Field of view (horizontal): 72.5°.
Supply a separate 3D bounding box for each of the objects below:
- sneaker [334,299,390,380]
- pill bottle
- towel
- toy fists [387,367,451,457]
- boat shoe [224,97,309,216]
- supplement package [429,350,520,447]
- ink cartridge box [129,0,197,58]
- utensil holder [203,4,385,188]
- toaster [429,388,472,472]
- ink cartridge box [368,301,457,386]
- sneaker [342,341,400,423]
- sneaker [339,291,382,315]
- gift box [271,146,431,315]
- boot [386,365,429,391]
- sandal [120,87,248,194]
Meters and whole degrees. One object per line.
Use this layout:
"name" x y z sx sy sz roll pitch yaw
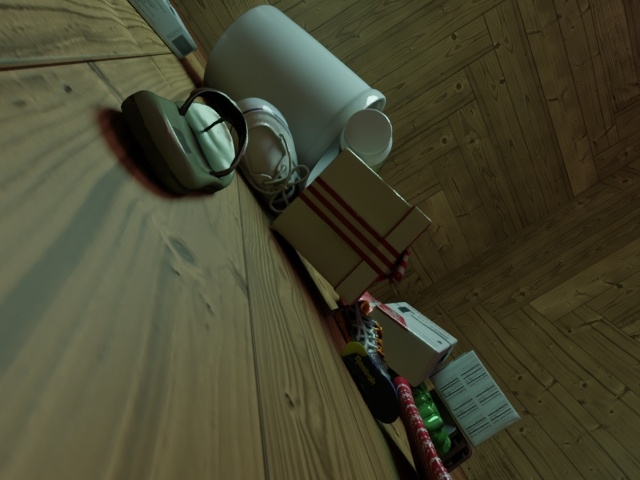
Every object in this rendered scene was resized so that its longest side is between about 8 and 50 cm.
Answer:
"sneaker" 0.101 0.213 0.944 0.084 0.083 0.215 58 3 -49
"pill bottle" 0.102 -0.218 1.014 0.119 0.119 0.208 58 -3 6
"towel" 0.172 0.354 0.659 0.275 0.031 0.199 -109 -177 -77
"toy fists" 0.252 0.428 1.155 0.142 0.096 0.279 55 5 -18
"boat shoe" -0.097 -0.135 0.951 0.367 0.135 0.157 74 -10 -62
"supplement package" 0.429 0.444 1.251 0.203 0.149 0.194 58 2 20
"ink cartridge box" -0.391 -0.558 0.935 0.239 0.060 0.275 60 3 6
"utensil holder" -0.074 -0.378 1.186 0.385 0.328 0.327 42 1 5
"toaster" 0.339 0.545 1.266 0.168 0.110 0.186 58 2 -32
"ink cartridge box" 0.244 0.273 1.202 0.197 0.114 0.272 36 10 25
"sneaker" 0.091 0.242 0.752 0.144 0.053 0.059 61 1 26
"sneaker" 0.124 0.187 1.341 0.136 0.115 0.314 57 2 15
"gift box" 0.063 0.005 0.942 0.258 0.276 0.255 43 4 8
"boot" 0.294 0.469 1.490 0.280 0.096 0.264 56 4 -27
"sandal" -0.123 -0.116 0.488 0.120 0.086 0.303 58 3 -16
